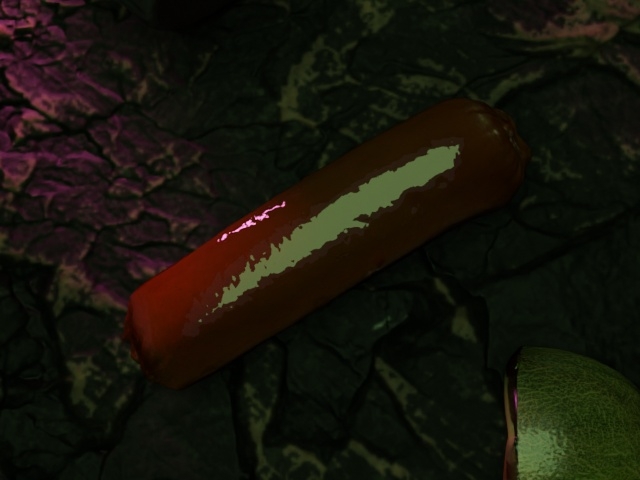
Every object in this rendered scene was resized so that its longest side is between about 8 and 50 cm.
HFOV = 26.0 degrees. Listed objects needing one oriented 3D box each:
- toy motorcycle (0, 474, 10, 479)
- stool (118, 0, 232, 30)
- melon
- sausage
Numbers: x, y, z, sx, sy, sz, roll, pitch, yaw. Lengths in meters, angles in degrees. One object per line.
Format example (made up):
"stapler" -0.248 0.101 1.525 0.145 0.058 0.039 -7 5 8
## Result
"toy motorcycle" -0.276 0.307 1.046 0.171 0.110 0.260 -7 89 21
"stool" -0.146 -0.356 1.026 0.297 0.297 0.330 -42 85 -1
"melon" 0.194 0.153 1.022 0.128 0.079 0.160 -5 82 7
"sausage" -0.001 0.000 1.055 0.348 0.094 0.097 -31 77 2
